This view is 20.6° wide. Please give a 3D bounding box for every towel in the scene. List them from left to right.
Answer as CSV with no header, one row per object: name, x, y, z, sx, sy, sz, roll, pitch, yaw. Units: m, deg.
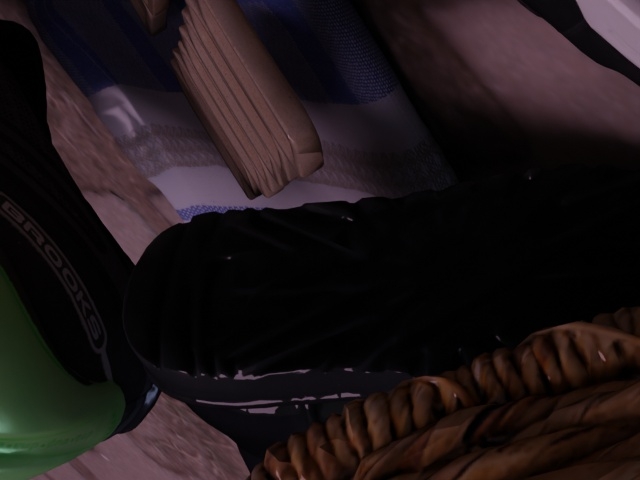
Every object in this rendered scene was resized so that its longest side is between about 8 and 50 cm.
towel,0.000,0.000,0.757,0.209,0.034,0.285,11,140,51

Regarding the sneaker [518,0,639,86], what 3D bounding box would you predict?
sneaker,0.052,-0.096,0.468,0.217,0.079,0.121,49,161,11

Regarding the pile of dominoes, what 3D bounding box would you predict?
pile of dominoes,-0.047,-0.108,0.560,0.196,0.040,0.251,60,175,-2

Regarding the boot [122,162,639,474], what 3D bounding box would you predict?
boot,0.072,0.067,0.641,0.246,0.094,0.207,-2,148,22

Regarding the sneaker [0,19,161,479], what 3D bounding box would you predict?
sneaker,-0.239,-0.055,0.771,0.202,0.185,0.483,5,-144,-52

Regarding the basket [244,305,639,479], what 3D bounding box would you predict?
basket,0.141,0.134,0.525,0.223,0.213,0.299,29,153,38
